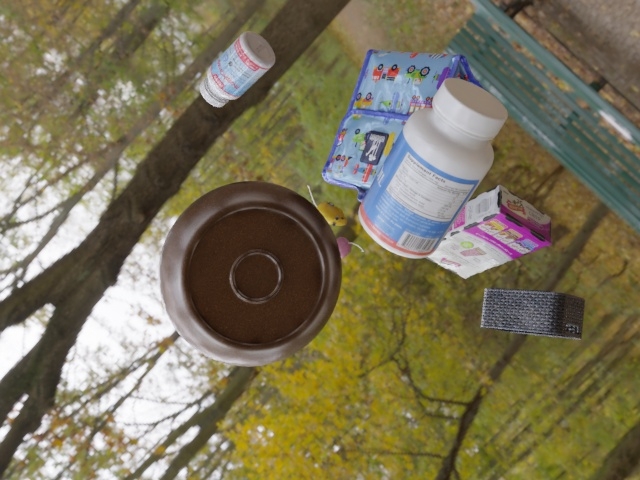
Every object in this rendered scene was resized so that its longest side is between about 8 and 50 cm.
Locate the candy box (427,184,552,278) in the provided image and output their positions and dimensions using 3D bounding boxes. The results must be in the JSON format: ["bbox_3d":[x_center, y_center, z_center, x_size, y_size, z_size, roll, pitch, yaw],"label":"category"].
[{"bbox_3d":[0.331,-0.012,1.521,0.159,0.233,0.071,27,-126,-29],"label":"candy box"}]

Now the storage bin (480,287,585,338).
[{"bbox_3d":[0.433,0.148,1.510,0.180,0.084,0.122,-1,168,45],"label":"storage bin"}]

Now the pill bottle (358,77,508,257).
[{"bbox_3d":[0.148,-0.094,0.967,0.124,0.221,0.124,20,-146,-14],"label":"pill bottle"}]

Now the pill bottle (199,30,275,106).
[{"bbox_3d":[-0.173,-0.345,1.509,0.087,0.160,0.087,32,-141,-30],"label":"pill bottle"}]

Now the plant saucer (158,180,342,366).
[{"bbox_3d":[-0.107,0.057,1.214,0.310,0.311,0.050,42,173,-12],"label":"plant saucer"}]

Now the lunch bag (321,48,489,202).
[{"bbox_3d":[0.141,-0.194,1.374,0.221,0.293,0.138,17,165,43],"label":"lunch bag"}]

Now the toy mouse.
[{"bbox_3d":[0.000,0.000,1.398,0.161,0.143,0.031,37,-153,11],"label":"toy mouse"}]
